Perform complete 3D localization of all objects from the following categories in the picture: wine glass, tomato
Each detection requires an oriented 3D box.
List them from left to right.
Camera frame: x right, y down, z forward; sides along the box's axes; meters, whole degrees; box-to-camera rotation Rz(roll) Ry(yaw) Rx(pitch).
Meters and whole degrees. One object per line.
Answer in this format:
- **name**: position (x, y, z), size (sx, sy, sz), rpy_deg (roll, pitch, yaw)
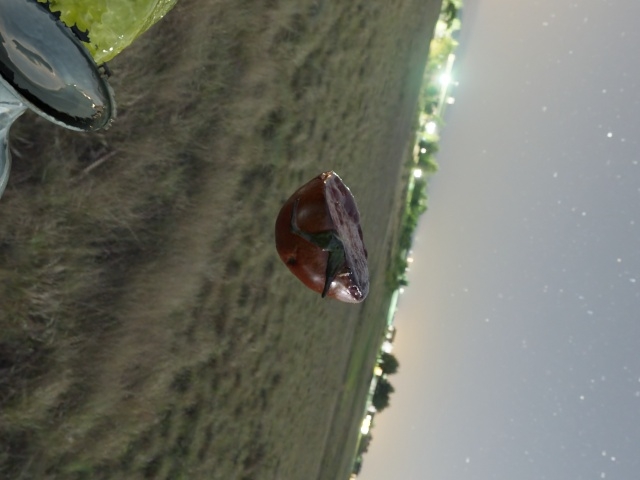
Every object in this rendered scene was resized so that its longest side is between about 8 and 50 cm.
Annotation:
- **wine glass**: position (-0.392, -0.093, 0.653), size (0.357, 0.190, 0.190), rpy_deg (-35, -175, 17)
- **tomato**: position (-0.006, 0.002, 1.384), size (0.309, 0.170, 0.309), rpy_deg (-11, 90, -78)

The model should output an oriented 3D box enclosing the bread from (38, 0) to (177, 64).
- **bread**: position (-0.353, -0.438, 0.910), size (0.308, 0.348, 0.348), rpy_deg (-75, 176, -62)
